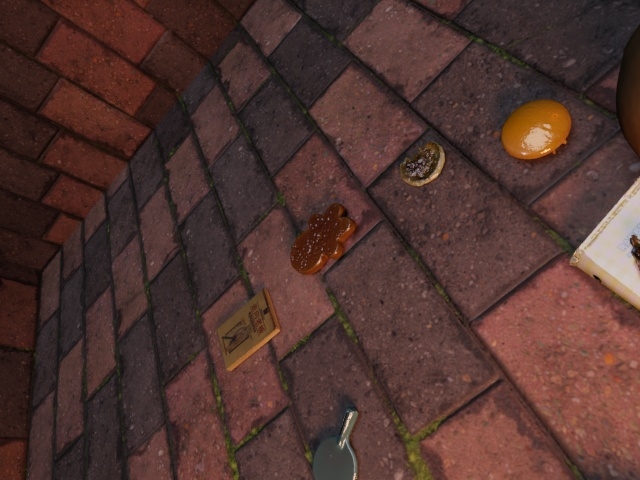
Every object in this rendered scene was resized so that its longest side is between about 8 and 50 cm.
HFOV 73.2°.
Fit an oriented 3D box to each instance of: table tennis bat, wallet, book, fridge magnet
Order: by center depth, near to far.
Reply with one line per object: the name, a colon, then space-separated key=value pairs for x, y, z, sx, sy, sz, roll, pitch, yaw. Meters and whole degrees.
wallet: x=0.601 y=0.047 z=0.681 sx=0.223 sy=0.077 sz=0.309 roll=-53 pitch=47 yaw=12
fridge magnet: x=0.473 y=-0.243 z=0.949 sx=0.143 sy=0.063 sz=0.142 roll=-18 pitch=60 yaw=35
table tennis bat: x=0.044 y=0.483 z=0.990 sx=0.125 sy=0.033 sz=0.200 roll=12 pitch=80 yaw=42
book: x=-0.227 y=0.277 z=1.336 sx=0.231 sy=0.026 sz=0.161 roll=-42 pitch=47 yaw=18

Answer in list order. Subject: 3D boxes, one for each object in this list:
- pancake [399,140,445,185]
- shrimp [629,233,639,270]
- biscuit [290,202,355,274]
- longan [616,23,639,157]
pancake: x=0.271 y=-0.200 z=1.137 sx=0.129 sy=0.023 sz=0.116 roll=-45 pitch=46 yaw=22
shrimp: x=0.556 y=0.054 z=0.652 sx=0.101 sy=0.042 sz=0.190 roll=-39 pitch=50 yaw=2
biscuit: x=0.000 y=0.000 z=1.264 sx=0.236 sy=0.039 sz=0.179 roll=-44 pitch=49 yaw=18
longan: x=0.646 y=-0.239 z=0.621 sx=0.361 sy=0.361 sz=0.360 roll=-20 pitch=57 yaw=34
